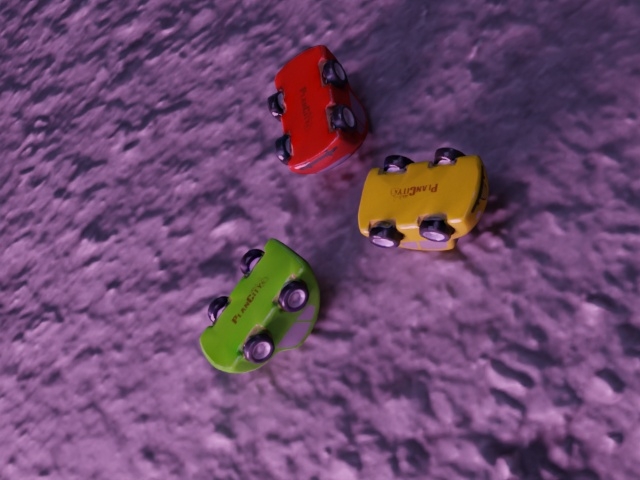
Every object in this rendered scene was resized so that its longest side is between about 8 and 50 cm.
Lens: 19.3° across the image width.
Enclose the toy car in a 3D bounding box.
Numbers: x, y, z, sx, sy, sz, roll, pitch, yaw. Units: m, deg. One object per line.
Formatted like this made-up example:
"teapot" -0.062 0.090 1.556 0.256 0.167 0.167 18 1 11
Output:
"toy car" 0.000 0.000 1.307 0.225 0.053 0.239 -54 43 4
